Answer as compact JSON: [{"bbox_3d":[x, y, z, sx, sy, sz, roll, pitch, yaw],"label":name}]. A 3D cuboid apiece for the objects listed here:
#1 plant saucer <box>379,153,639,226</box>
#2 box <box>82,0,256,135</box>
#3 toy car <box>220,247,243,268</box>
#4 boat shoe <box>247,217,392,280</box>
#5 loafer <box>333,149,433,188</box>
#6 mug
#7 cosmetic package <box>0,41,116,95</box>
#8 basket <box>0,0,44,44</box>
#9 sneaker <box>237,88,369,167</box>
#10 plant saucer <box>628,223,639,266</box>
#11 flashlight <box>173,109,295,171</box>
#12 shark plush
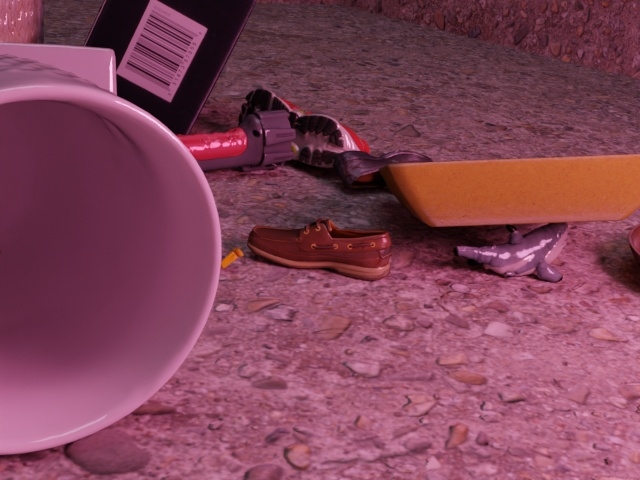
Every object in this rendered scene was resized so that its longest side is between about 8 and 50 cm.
[{"bbox_3d":[0.249,-0.066,1.139,0.333,0.081,0.333,-2,3,2],"label":"plant saucer"},{"bbox_3d":[-0.256,-0.369,1.518,0.212,0.293,0.395,27,18,-11],"label":"box"},{"bbox_3d":[-0.144,-0.006,1.030,0.040,0.060,0.122,-38,32,-17],"label":"toy car"},{"bbox_3d":[0.000,0.000,1.047,0.178,0.060,0.064,10,22,7],"label":"boat shoe"},{"bbox_3d":[0.106,-0.103,1.364,0.170,0.062,0.061,-4,46,-18],"label":"loafer"},{"bbox_3d":[-0.317,-0.022,0.699,0.374,0.276,0.328,0,18,-35],"label":"mug"},{"bbox_3d":[-0.495,-0.153,1.057,0.453,0.161,0.230,-2,3,-23],"label":"cosmetic package"},{"bbox_3d":[-0.615,-0.436,1.306,0.328,0.331,0.266,7,22,-2],"label":"basket"},{"bbox_3d":[-0.033,-0.176,1.476,0.279,0.107,0.118,30,12,39],"label":"sneaker"},{"bbox_3d":[0.553,0.048,1.120,0.311,0.050,0.310,7,21,-3],"label":"plant saucer"},{"bbox_3d":[-0.183,-0.150,1.299,0.304,0.103,0.103,-12,-6,-30],"label":"flashlight"},{"bbox_3d":[0.238,0.007,1.096,0.161,0.067,0.073,3,22,-12],"label":"shark plush"}]
